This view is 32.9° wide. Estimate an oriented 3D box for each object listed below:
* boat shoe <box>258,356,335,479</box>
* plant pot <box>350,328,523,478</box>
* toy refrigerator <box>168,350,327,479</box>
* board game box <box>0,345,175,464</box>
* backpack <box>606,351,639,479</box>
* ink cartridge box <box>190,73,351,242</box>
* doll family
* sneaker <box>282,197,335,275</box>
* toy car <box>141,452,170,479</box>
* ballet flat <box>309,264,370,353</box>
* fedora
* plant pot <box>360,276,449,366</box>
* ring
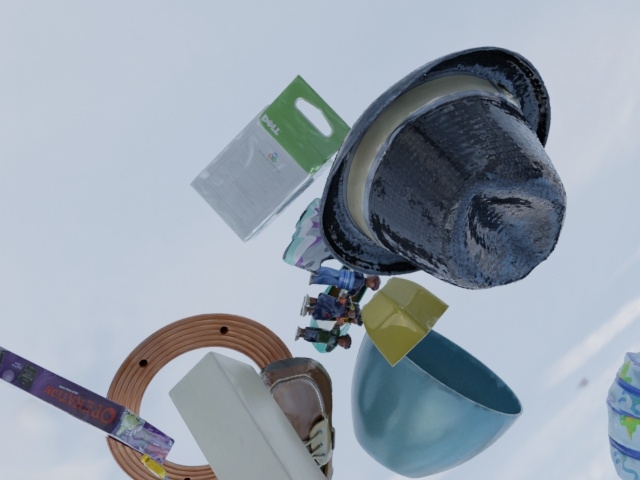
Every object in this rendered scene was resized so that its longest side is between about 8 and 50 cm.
[{"bbox_3d":[-0.026,0.303,1.671,0.122,0.120,0.324,-13,140,-5],"label":"boat shoe"},{"bbox_3d":[0.164,0.281,1.816,0.195,0.290,0.290,-59,152,12],"label":"plant pot"},{"bbox_3d":[-0.082,0.276,1.376,0.094,0.269,0.102,-45,146,10],"label":"toy refrigerator"},{"bbox_3d":[-0.397,0.220,1.593,0.056,0.347,0.208,-64,159,-11],"label":"board game box"},{"bbox_3d":[0.592,0.263,1.559,0.355,0.273,0.290,-18,-170,10],"label":"backpack"},{"bbox_3d":[-0.058,-0.107,1.420,0.209,0.109,0.062,-44,176,15],"label":"ink cartridge box"},{"bbox_3d":[0.028,0.104,1.719,0.193,0.111,0.076,106,-6,-54],"label":"doll family"},{"bbox_3d":[0.000,0.000,1.342,0.098,0.069,0.038,-65,-170,-24],"label":"sneaker"},{"bbox_3d":[-0.187,0.290,1.174,0.060,0.040,0.122,-39,148,-32],"label":"toy car"},{"bbox_3d":[0.042,0.114,2.162,0.247,0.083,0.087,-63,175,4],"label":"ballet flat"},{"bbox_3d":[0.161,-0.042,1.161,0.334,0.152,0.334,-25,143,-21],"label":"fedora"},{"bbox_3d":[0.102,0.097,1.414,0.081,0.083,0.081,-49,176,36],"label":"plant pot"},{"bbox_3d":[-0.194,0.272,1.793,0.336,0.032,0.337,-8,111,-20],"label":"ring"}]
